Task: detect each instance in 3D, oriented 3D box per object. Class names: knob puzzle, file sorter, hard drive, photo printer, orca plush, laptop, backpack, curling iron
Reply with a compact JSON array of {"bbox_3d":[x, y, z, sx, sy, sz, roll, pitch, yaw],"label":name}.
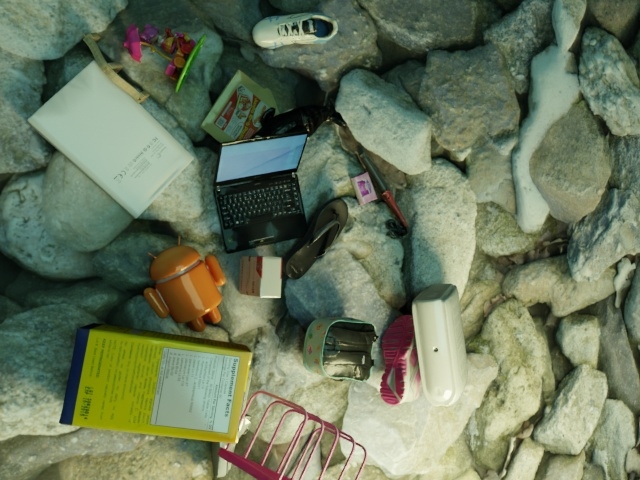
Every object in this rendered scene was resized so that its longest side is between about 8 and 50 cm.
[{"bbox_3d":[-0.185,-0.302,1.520,0.213,0.030,0.213,-9,108,-30],"label":"knob puzzle"},{"bbox_3d":[-0.051,0.507,1.442,0.291,0.202,0.182,44,66,-42],"label":"file sorter"},{"bbox_3d":[-0.471,-0.228,1.379,0.307,0.040,0.203,45,71,-18],"label":"hard drive"},{"bbox_3d":[0.336,0.290,1.664,0.256,0.107,0.307,-19,102,-69],"label":"photo printer"},{"bbox_3d":[-0.051,-0.269,1.532,0.287,0.102,0.151,-18,113,-27],"label":"orca plush"},{"bbox_3d":[-0.131,-0.118,1.488,0.234,0.136,0.264,-13,96,-25],"label":"laptop"},{"bbox_3d":[0.039,0.275,1.557,0.188,0.144,0.166,14,85,-48],"label":"backpack"},{"bbox_3d":[0.177,-0.123,1.694,0.068,0.035,0.274,-30,102,-23],"label":"curling iron"}]

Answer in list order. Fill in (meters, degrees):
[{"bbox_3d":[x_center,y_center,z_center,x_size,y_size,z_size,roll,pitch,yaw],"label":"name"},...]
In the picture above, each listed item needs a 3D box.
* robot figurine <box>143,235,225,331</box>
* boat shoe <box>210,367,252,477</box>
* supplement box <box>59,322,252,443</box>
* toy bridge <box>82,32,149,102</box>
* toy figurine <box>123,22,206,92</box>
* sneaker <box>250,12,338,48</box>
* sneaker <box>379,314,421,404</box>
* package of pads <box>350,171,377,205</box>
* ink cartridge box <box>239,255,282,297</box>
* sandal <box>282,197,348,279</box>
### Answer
[{"bbox_3d":[-0.313,0.104,1.406,0.158,0.128,0.219,-23,102,11],"label":"robot figurine"},{"bbox_3d":[-0.213,0.439,1.473,0.088,0.096,0.267,7,78,-21],"label":"boat shoe"},{"bbox_3d":[-0.344,0.303,1.305,0.357,0.195,0.194,10,84,-10],"label":"supplement box"},{"bbox_3d":[-0.469,-0.390,1.360,0.026,0.063,0.188,-37,101,19],"label":"toy bridge"},{"bbox_3d":[-0.370,-0.455,1.403,0.159,0.130,0.173,26,56,-14],"label":"toy figurine"},{"bbox_3d":[-0.065,-0.547,1.555,0.237,0.086,0.085,-15,98,-24],"label":"sneaker"},{"bbox_3d":[0.237,0.337,1.691,0.111,0.103,0.252,25,71,-45],"label":"sneaker"},{"bbox_3d":[0.119,-0.143,1.669,0.050,0.032,0.083,-25,100,-25],"label":"package of pads"},{"bbox_3d":[-0.148,0.088,1.480,0.056,0.135,0.099,3,88,-29],"label":"ink cartridge box"},{"bbox_3d":[0.000,0.001,1.585,0.254,0.054,0.097,-55,129,-13],"label":"sandal"}]
